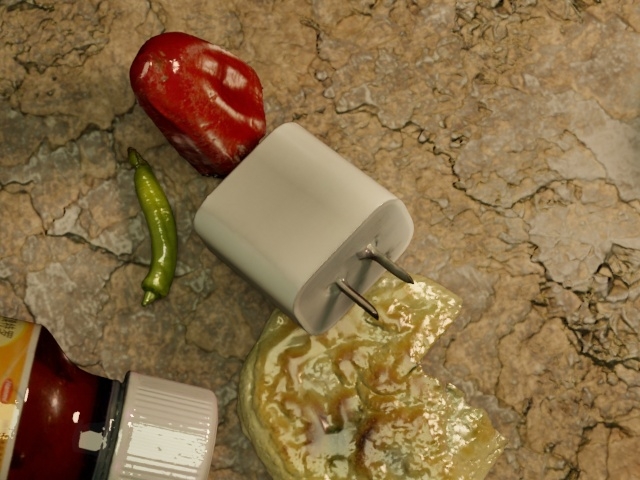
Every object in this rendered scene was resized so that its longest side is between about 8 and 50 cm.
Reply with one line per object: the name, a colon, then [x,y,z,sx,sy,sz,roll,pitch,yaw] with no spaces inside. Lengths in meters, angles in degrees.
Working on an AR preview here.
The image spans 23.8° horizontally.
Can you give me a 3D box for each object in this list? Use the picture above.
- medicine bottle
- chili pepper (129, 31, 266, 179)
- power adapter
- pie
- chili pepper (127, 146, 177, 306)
medicine bottle: [-0.323,0.215,1.765,0.395,0.242,0.242,12,80,-13]
chili pepper: [-0.154,-0.185,1.824,0.144,0.252,0.136,-45,65,0]
power adapter: [0.000,0.000,1.803,0.187,0.124,0.255,-46,57,-8]
pie: [0.057,0.197,1.839,0.338,0.075,0.337,0,77,1]
chili pepper: [-0.205,-0.018,1.897,0.049,0.043,0.208,-12,74,23]
